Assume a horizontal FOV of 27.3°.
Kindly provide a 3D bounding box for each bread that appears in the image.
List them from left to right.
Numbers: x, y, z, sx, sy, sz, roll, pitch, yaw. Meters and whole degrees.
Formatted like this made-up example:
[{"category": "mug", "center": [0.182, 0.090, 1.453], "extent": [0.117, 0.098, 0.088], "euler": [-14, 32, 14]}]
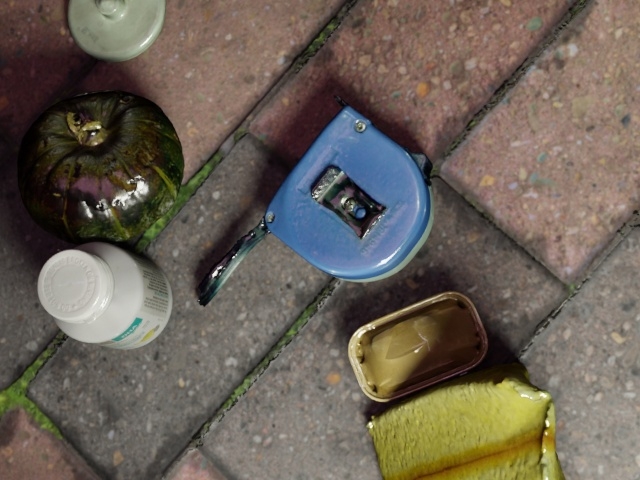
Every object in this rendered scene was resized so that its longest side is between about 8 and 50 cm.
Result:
[{"category": "bread", "center": [0.171, 0.272, 1.542], "extent": [0.244, 0.361, 0.233], "euler": [-18, 77, 8]}]

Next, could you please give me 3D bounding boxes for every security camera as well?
[{"category": "security camera", "center": [-0.261, -0.399, 1.910], "extent": [0.157, 0.080, 0.302], "euler": [37, 94, 16]}]

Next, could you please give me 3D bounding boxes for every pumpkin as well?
[{"category": "pumpkin", "center": [-0.306, -0.104, 1.811], "extent": [0.237, 0.159, 0.238], "euler": [-9, 52, 12]}]

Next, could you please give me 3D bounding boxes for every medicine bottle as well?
[{"category": "medicine bottle", "center": [-0.291, 0.072, 1.763], "extent": [0.135, 0.215, 0.135], "euler": [-2, 81, 13]}]

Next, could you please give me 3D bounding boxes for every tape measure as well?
[{"category": "tape measure", "center": [0.000, 0.000, 1.769], "extent": [0.215, 0.098, 0.351], "euler": [38, 93, 17]}]

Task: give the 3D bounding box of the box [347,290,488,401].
[{"category": "box", "center": [0.128, 0.139, 1.707], "extent": [0.177, 0.111, 0.111], "euler": [-24, 76, 9]}]
